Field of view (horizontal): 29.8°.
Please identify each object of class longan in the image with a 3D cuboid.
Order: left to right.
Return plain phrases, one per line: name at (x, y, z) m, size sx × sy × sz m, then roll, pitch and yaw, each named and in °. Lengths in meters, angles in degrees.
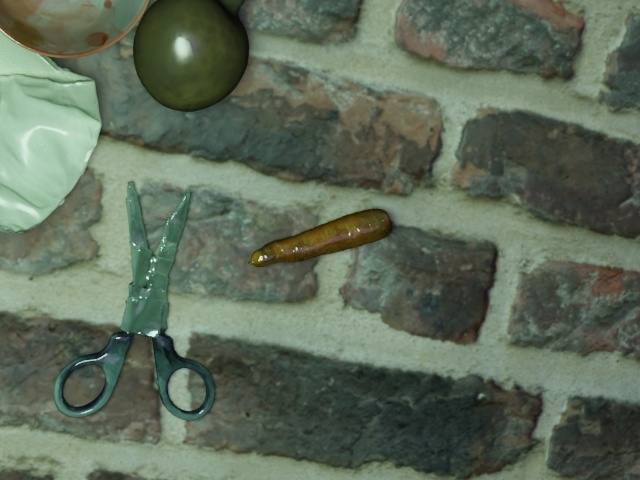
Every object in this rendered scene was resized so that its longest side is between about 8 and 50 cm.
longan at (-0.181, -0.287, 1.740) m, size 0.204 × 0.159 × 0.185 m, roll -55°, pitch 156°, yaw -12°

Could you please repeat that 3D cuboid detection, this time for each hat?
hat at (-0.481, -0.165, 1.695) m, size 0.301 × 0.168 × 0.258 m, roll 39°, pitch 63°, yaw 1°

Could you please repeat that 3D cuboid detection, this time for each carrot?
carrot at (0.000, 0.000, 1.928) m, size 0.247 × 0.059 × 0.059 m, roll -16°, pitch 107°, yaw -11°

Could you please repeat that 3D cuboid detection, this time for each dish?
dish at (-0.370, -0.385, 1.688) m, size 0.260 × 0.085 × 0.260 m, roll -2°, pitch 95°, yaw -24°

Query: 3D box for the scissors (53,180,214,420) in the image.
scissors at (-0.275, 0.099, 1.867) m, size 0.256 × 0.029 × 0.384 m, roll 3°, pitch 103°, yaw -19°
